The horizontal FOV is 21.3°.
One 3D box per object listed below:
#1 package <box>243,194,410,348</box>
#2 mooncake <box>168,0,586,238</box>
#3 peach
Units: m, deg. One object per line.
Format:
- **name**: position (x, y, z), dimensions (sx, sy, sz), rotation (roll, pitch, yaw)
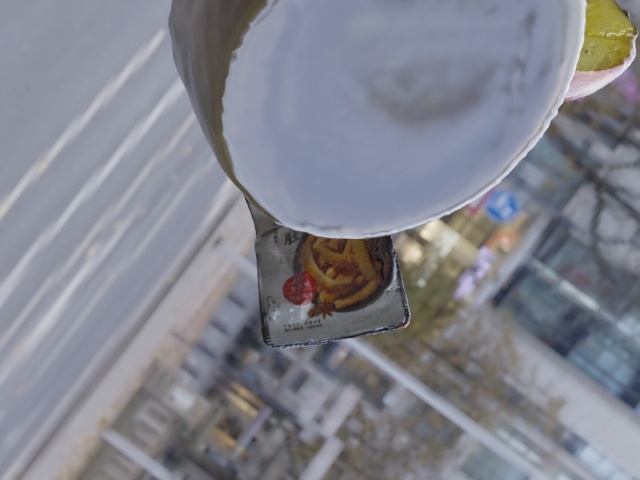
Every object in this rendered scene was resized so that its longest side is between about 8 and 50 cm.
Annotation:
- **package**: position (0.000, 0.000, 1.801), dimensions (0.030, 0.154, 0.239), rotation (77, 2, -58)
- **mooncake**: position (0.036, -0.153, 1.203), dimensions (0.284, 0.284, 0.155), rotation (-54, -144, 21)
- **peach**: position (0.209, -0.185, 1.570), dimensions (0.151, 0.151, 0.118), rotation (-52, 174, -44)
